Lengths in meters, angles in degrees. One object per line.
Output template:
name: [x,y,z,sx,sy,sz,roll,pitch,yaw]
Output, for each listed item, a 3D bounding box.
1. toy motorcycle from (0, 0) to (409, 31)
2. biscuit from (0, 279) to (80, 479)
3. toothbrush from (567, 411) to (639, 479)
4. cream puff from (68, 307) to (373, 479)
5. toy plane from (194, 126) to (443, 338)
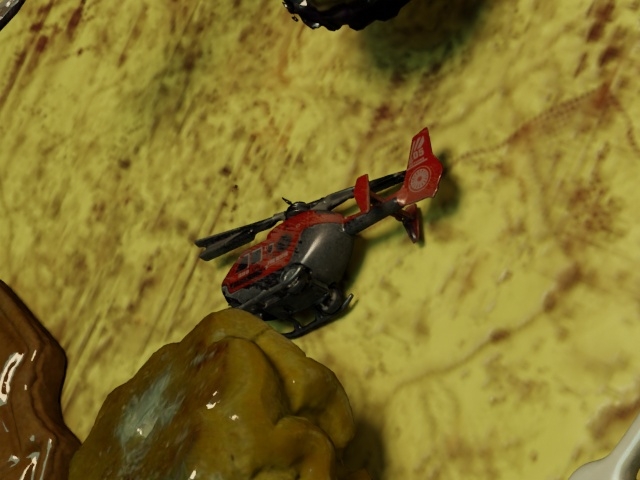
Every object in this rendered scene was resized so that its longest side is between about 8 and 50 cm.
toy motorcycle: [0.020,-0.202,0.705,0.401,0.134,0.207,-42,52,17]
biscuit: [-0.200,0.134,0.824,0.182,0.034,0.215,-35,56,25]
toothbrush: [0.190,-0.022,0.565,0.040,0.040,0.386,40,100,40]
cream puff: [-0.034,0.108,0.659,0.146,0.116,0.146,-45,22,24]
toy plane: [0.000,0.000,0.712,0.145,0.037,0.060,-29,48,32]
